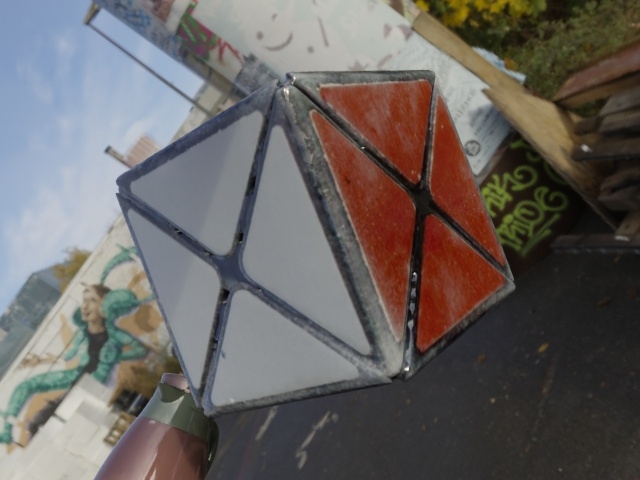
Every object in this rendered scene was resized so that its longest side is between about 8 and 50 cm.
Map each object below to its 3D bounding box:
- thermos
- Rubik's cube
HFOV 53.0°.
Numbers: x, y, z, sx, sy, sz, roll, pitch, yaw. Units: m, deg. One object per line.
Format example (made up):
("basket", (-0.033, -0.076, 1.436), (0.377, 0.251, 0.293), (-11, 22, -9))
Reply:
("thermos", (-0.209, 0.311, 0.835), (0.176, 0.146, 0.264), (62, -138, -52))
("Rubik's cube", (0.000, 0.000, 0.630), (0.260, 0.254, 0.259), (-20, 0, 41))
